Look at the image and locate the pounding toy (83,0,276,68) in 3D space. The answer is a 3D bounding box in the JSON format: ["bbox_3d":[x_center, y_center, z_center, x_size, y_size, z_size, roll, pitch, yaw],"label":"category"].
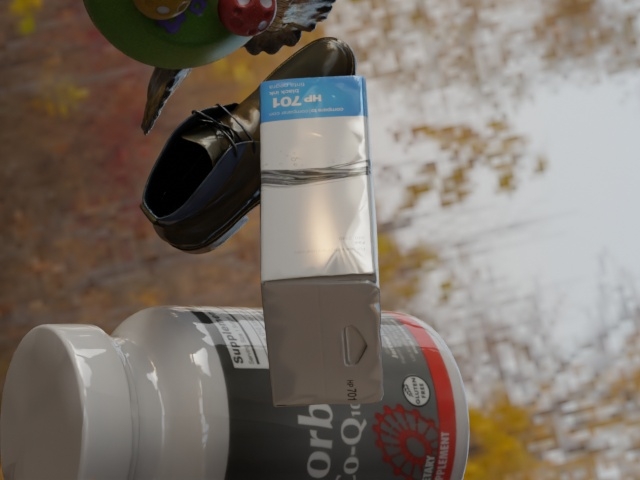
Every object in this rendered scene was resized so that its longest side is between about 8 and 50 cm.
[{"bbox_3d":[-0.114,-0.241,1.687,0.110,0.183,0.237,-126,-164,-58],"label":"pounding toy"}]

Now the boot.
[{"bbox_3d":[-0.057,-0.080,1.584,0.082,0.219,0.106,41,4,15],"label":"boot"}]

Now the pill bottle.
[{"bbox_3d":[-0.073,0.161,1.683,0.210,0.362,0.210,-6,-98,58],"label":"pill bottle"}]

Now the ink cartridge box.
[{"bbox_3d":[0.000,0.000,1.379,0.140,0.082,0.191,87,2,-47],"label":"ink cartridge box"}]

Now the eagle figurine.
[{"bbox_3d":[-0.101,-0.273,1.940,0.225,0.226,0.298,-98,175,-67],"label":"eagle figurine"}]
